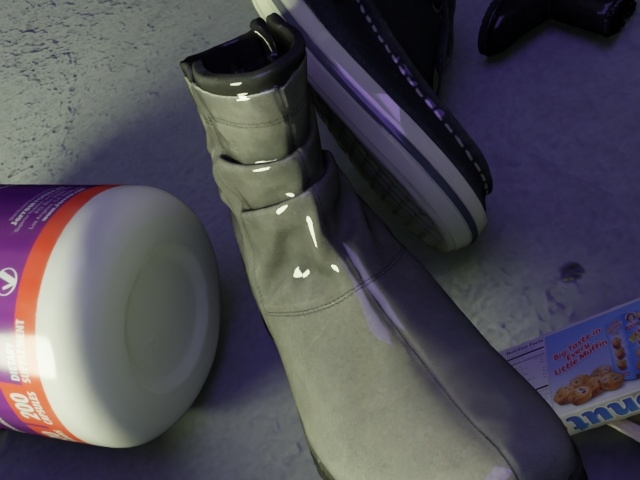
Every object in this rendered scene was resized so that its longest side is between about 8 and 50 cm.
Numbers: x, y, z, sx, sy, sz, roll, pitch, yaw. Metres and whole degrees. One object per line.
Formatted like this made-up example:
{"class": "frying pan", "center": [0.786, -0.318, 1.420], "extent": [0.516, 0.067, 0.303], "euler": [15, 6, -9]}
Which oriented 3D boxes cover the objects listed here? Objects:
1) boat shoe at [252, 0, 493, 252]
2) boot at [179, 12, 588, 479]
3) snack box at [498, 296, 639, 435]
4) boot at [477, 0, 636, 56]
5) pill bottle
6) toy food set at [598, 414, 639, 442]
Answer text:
{"class": "boat shoe", "center": [0.036, -0.198, 0.654], "extent": [0.156, 0.187, 0.500], "euler": [-29, 46, 9]}
{"class": "boot", "center": [0.000, 0.000, 0.441], "extent": [0.118, 0.223, 0.338], "euler": [-27, 29, -16]}
{"class": "snack box", "center": [0.163, 0.071, 0.449], "extent": [0.178, 0.022, 0.064], "euler": [-28, 31, 29]}
{"class": "boot", "center": [0.204, -0.194, 0.669], "extent": [0.099, 0.045, 0.121], "euler": [28, 70, 31]}
{"class": "pill bottle", "center": [-0.250, 0.047, 0.598], "extent": [0.323, 0.181, 0.181], "euler": [2, 58, 23]}
{"class": "toy food set", "center": [0.314, 0.023, 0.413], "extent": [0.306, 0.092, 0.220], "euler": [-50, 41, -12]}
